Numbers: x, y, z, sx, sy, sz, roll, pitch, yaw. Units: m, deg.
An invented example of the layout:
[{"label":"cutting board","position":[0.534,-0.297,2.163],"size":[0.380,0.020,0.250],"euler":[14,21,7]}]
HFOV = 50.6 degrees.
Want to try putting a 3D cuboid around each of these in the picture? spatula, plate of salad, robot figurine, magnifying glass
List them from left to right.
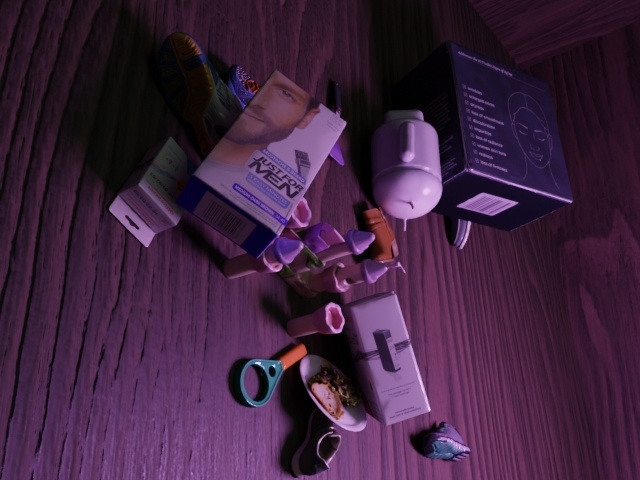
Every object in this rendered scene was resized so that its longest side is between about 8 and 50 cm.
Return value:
[{"label":"magnifying glass","position":[-0.097,0.264,1.379],"size":[0.231,0.026,0.092],"euler":[-25,96,-58]},{"label":"spatula","position":[0.041,-0.332,1.878],"size":[0.084,0.030,0.297],"euler":[38,45,-43]},{"label":"plate of salad","position":[0.035,0.323,1.468],"size":[0.199,0.048,0.200],"euler":[39,19,-16]},{"label":"robot figurine","position":[0.248,-0.211,1.969],"size":[0.300,0.199,0.354],"euler":[74,15,-60]}]

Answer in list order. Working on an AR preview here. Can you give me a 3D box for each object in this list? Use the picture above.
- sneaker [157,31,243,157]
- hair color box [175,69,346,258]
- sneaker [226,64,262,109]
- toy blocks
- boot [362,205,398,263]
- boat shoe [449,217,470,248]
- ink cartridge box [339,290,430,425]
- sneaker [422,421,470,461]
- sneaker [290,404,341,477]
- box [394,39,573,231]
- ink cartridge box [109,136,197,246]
[{"label":"sneaker","position":[-0.231,-0.289,1.397],"size":[0.131,0.111,0.297],"euler":[-64,137,-57]},{"label":"hair color box","position":[-0.103,-0.153,1.287],"size":[0.185,0.110,0.339],"euler":[35,50,-9]},{"label":"sneaker","position":[-0.131,-0.322,1.562],"size":[0.221,0.087,0.083],"euler":[46,40,-34]},{"label":"toy blocks","position":[0.000,0.000,1.437],"size":[0.288,0.260,0.309],"euler":[47,40,-32]},{"label":"boot","position":[0.148,-0.010,1.843],"size":[0.153,0.072,0.197],"euler":[70,20,-4]},{"label":"boat shoe","position":[0.467,-0.121,2.381],"size":[0.098,0.116,0.320],"euler":[9,67,-7]},{"label":"ink cartridge box","position":[0.138,0.265,1.560],"size":[0.197,0.114,0.273],"euler":[143,-69,-80]},{"label":"sneaker","position":[0.325,0.538,1.847],"size":[0.223,0.083,0.098],"euler":[37,25,-48]},{"label":"sneaker","position":[0.012,0.410,1.410],"size":[0.064,0.086,0.192],"euler":[58,34,-20]},{"label":"box","position":[0.533,-0.329,2.244],"size":[0.479,0.297,0.472],"euler":[12,64,-30]},{"label":"ink cartridge box","position":[-0.293,-0.089,1.227],"size":[0.104,0.061,0.181],"euler":[51,38,-29]}]
